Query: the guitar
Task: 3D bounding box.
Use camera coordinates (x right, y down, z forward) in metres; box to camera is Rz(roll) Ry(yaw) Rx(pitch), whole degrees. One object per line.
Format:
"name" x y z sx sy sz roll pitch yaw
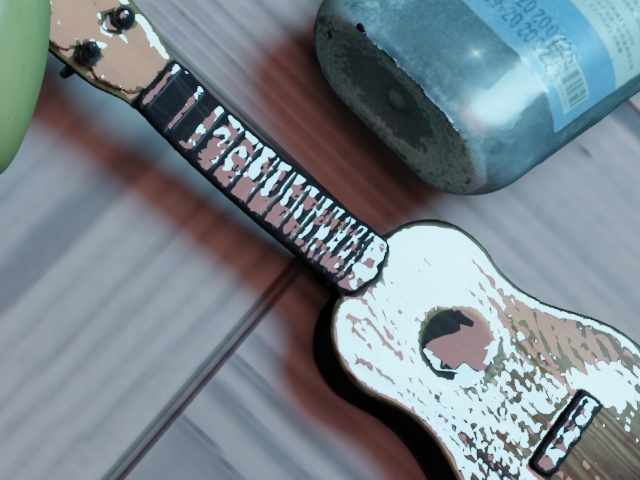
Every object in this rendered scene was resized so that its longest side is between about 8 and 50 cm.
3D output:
"guitar" -0.001 0.000 0.576 0.271 0.038 0.084 41 69 -9

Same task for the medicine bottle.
"medicine bottle" 0.097 -0.095 0.615 0.208 0.054 0.090 -34 70 -29

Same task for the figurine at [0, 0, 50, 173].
"figurine" -0.200 -0.082 0.468 0.262 0.154 0.180 24 83 -17
